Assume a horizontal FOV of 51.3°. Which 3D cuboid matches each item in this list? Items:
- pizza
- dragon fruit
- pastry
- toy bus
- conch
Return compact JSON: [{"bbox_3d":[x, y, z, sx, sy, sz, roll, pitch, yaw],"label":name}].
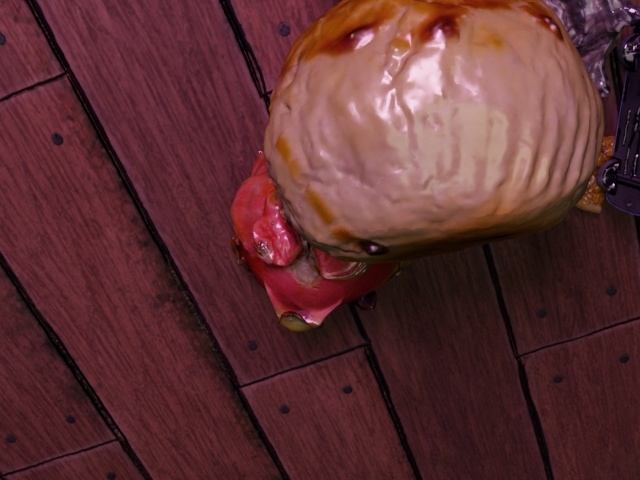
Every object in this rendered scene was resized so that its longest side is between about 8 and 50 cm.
[{"bbox_3d":[0.440,-0.122,1.102,0.130,0.041,0.178,-27,115,9],"label":"pizza"},{"bbox_3d":[0.000,0.000,1.040,0.305,0.226,0.306,-2,115,-4],"label":"dragon fruit"},{"bbox_3d":[0.120,-0.141,0.772,0.388,0.388,0.313,-7,80,1],"label":"pastry"},{"bbox_3d":[0.526,-0.185,1.007,0.133,0.125,0.292,-1,106,-12],"label":"toy bus"},{"bbox_3d":[0.287,-0.279,0.902,0.240,0.186,0.313,-9,153,3],"label":"conch"}]
